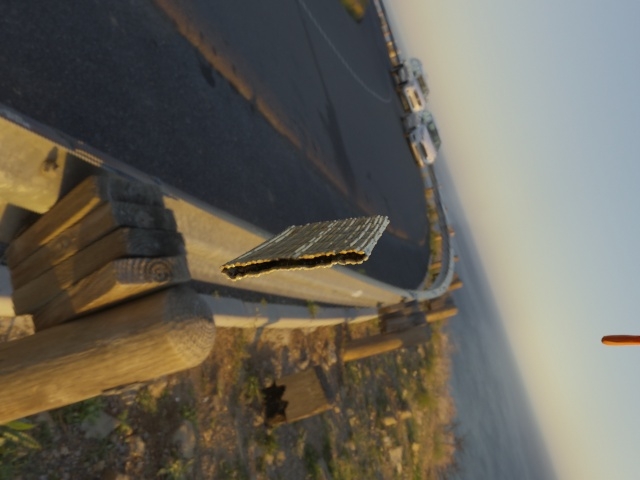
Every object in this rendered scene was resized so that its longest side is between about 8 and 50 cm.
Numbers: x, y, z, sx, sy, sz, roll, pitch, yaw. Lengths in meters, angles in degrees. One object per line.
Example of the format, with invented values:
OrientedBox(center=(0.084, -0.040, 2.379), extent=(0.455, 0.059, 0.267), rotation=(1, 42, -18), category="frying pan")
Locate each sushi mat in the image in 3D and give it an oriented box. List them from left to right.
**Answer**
OrientedBox(center=(0.000, 0.000, 0.728), extent=(0.316, 0.151, 0.019), rotation=(-40, 121, -76), category="sushi mat")

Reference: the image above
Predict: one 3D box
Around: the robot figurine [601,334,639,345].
OrientedBox(center=(0.207, 0.035, 0.190), extent=(0.128, 0.158, 0.219), rotation=(30, -9, -16), category="robot figurine")
